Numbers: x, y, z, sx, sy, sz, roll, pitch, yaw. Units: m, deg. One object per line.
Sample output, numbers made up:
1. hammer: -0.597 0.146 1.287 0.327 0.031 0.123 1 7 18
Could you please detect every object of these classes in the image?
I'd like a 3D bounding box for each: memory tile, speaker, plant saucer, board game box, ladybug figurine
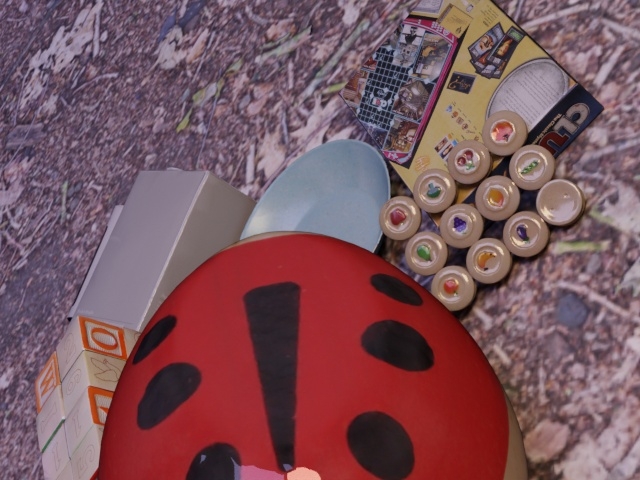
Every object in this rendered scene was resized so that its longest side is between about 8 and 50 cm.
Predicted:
1. memory tile: 0.127 -0.023 1.086 0.148 0.012 0.113 -40 72 15
2. speaker: -0.219 0.032 1.454 0.055 0.055 0.136 1 65 49
3. plant saucer: 0.000 0.000 1.243 0.195 0.037 0.195 -28 44 32
4. board game box: 0.122 -0.124 1.194 0.165 0.042 0.243 -47 38 13
5. ladybug figurine: -0.015 0.127 0.947 0.305 0.161 0.449 -13 28 -3

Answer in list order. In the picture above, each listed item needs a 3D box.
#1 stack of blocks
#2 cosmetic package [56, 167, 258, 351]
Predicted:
1. stack of blocks: -0.125 0.209 1.104 0.087 0.171 0.297 -53 35 26
2. cosmetic package: -0.156 0.053 1.330 0.127 0.107 0.238 7 66 51
